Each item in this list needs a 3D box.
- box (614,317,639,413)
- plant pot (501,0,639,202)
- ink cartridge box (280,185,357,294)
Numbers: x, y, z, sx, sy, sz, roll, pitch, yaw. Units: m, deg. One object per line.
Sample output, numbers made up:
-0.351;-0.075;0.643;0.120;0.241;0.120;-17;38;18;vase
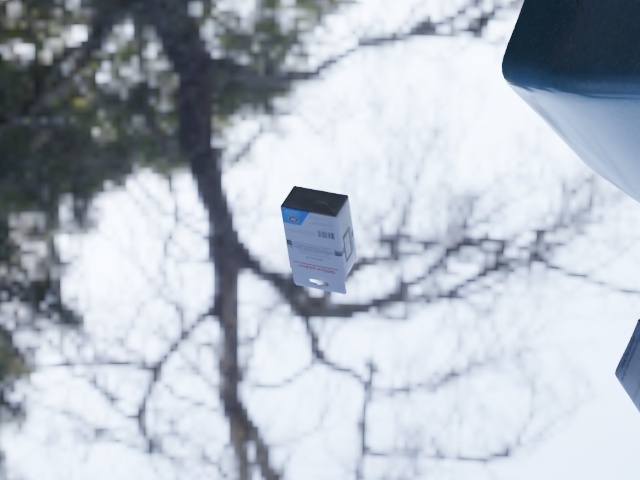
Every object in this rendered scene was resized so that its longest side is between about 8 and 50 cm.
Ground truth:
0.300;0.109;1.360;0.126;0.072;0.137;-15;-125;-22;box
0.276;-0.141;1.334;0.252;0.248;0.247;3;154;42;plant pot
0.000;0.000;1.506;0.048;0.083;0.028;12;-135;21;ink cartridge box
